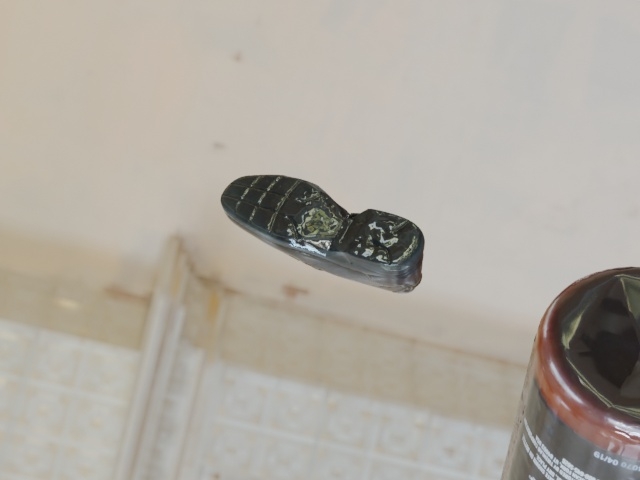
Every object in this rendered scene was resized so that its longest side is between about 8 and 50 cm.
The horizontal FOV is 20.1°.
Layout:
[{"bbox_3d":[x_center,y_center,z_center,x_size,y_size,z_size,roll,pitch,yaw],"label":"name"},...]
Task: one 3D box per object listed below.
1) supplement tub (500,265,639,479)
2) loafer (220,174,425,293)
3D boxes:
[{"bbox_3d":[0.138,0.111,0.850,0.198,0.106,0.106,97,-179,-47],"label":"supplement tub"},{"bbox_3d":[0.000,0.000,1.383,0.062,0.170,0.061,-55,-25,-28],"label":"loafer"}]
